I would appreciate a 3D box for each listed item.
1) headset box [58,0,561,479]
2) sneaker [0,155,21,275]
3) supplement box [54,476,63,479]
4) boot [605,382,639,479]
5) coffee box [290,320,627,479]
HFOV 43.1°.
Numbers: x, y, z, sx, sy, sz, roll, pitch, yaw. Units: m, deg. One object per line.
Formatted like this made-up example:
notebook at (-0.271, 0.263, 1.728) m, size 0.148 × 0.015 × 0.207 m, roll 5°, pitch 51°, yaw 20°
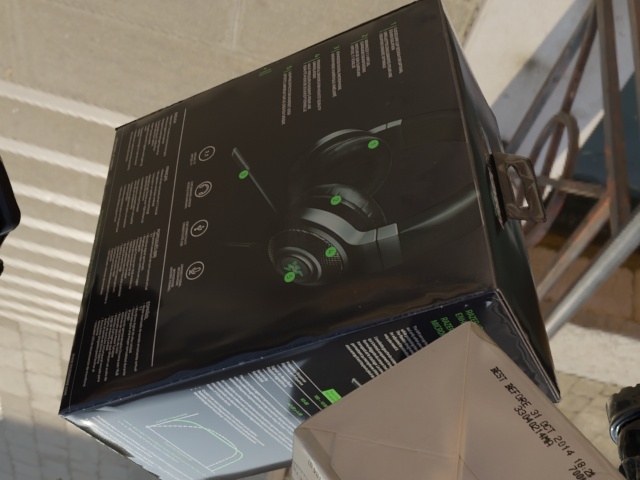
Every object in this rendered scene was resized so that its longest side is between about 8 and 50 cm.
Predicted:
headset box at (0.000, 0.000, 0.530) m, size 0.283 × 0.246 × 0.131 m, roll -19°, pitch 137°, yaw 19°
sneaker at (-0.274, -0.027, 0.513) m, size 0.227 × 0.130 × 0.087 m, roll 38°, pitch 154°, yaw 32°
supplement box at (-0.233, 0.268, 0.700) m, size 0.056 × 0.083 × 0.083 m, roll -3°, pitch 117°, yaw 59°
boot at (0.455, 0.246, 0.785) m, size 0.348 × 0.260 × 0.131 m, roll -26°, pitch 126°, yaw 29°
coffee box at (0.061, 0.172, 0.394) m, size 0.098 × 0.141 × 0.246 m, roll -28°, pitch 148°, yaw -22°
